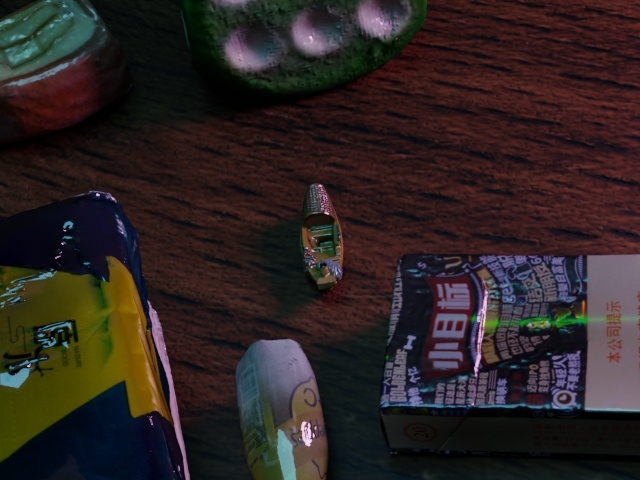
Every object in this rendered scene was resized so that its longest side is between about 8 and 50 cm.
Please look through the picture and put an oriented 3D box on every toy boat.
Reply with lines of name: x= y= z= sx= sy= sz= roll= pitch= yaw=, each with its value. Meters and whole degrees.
toy boat: x=0.000 y=0.000 z=1.631 sx=0.047 sy=0.049 sz=0.149 roll=-9 pitch=47 yaw=4

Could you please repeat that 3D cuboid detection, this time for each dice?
dice: x=-0.043 y=-0.374 z=1.829 sx=0.297 sy=0.287 sz=0.300 roll=-12 pitch=45 yaw=-3

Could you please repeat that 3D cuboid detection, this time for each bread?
bread: x=-0.359 y=-0.212 z=1.863 sx=0.244 sy=0.123 sz=0.190 roll=-33 pitch=51 yaw=-16

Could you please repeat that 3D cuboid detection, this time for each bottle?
bottle: x=-0.029 y=0.216 z=1.416 sx=0.083 sy=0.083 sz=0.269 roll=-13 pitch=50 yaw=1

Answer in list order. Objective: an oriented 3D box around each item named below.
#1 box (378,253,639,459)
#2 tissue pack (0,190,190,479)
box: x=0.222 y=0.111 z=1.453 sx=0.310 sy=0.084 sz=0.198 roll=0 pitch=48 yaw=12
tissue pack: x=-0.260 y=0.187 z=1.379 sx=0.264 sy=0.253 sz=0.416 roll=-15 pitch=45 yaw=-1
